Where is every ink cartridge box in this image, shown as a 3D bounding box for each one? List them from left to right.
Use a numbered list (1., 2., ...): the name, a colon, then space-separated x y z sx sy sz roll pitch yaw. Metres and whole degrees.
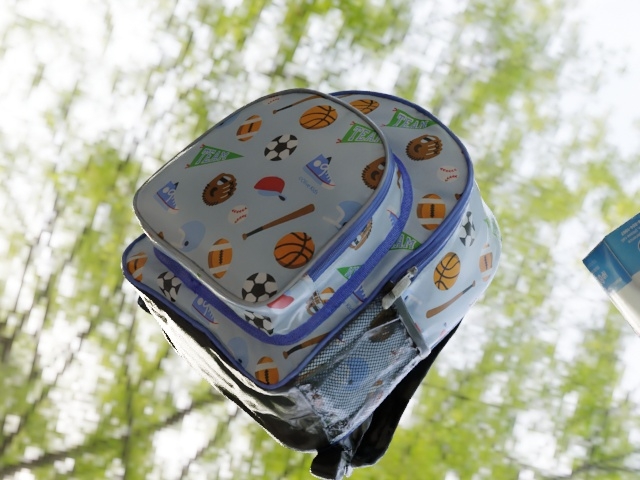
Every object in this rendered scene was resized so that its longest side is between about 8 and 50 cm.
1. ink cartridge box: 0.223 0.031 0.930 0.122 0.088 0.052 54 -16 10

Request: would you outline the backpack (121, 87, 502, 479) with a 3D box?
1. backpack: 0.000 0.000 1.288 0.263 0.213 0.276 -38 -128 -18
